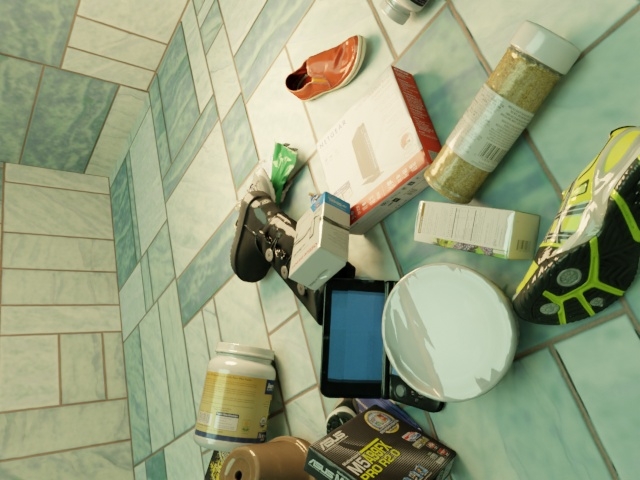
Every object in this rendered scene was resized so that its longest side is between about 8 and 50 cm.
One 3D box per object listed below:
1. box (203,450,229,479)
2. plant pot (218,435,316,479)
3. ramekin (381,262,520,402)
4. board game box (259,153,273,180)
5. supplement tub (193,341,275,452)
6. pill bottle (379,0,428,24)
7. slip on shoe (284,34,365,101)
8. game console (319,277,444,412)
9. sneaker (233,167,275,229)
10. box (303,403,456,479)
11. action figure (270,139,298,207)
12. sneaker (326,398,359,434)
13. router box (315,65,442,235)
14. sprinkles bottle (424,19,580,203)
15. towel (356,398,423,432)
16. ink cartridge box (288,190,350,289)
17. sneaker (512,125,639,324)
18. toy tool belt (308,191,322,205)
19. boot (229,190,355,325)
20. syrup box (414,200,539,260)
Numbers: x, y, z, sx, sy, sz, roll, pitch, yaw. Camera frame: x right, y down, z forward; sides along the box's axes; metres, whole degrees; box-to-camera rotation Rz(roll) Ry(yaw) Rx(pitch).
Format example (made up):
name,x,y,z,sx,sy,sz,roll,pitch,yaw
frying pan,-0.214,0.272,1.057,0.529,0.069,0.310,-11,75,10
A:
name,x,y,z,sx,sy,sz,roll,pitch,yaw
box,-0.252,0.855,1.649,0.395,0.097,0.318,37,115,46
plant pot,-0.156,0.671,1.372,0.263,0.229,0.263,-22,52,30
ramekin,0.270,0.180,0.997,0.273,0.127,0.273,-3,85,37
board game box,-0.189,-0.255,1.768,0.090,0.020,0.090,-16,73,51
supplement tub,-0.268,0.500,1.584,0.228,0.228,0.316,-12,64,51
pill bottle,0.233,-0.633,1.198,0.193,0.108,0.108,-48,50,37
slip on shoe,0.010,-0.514,1.479,0.331,0.101,0.123,-13,74,49
game console,0.144,0.240,1.152,0.250,0.173,0.293,-2,84,52
sneaker,-0.229,-0.122,1.668,0.105,0.115,0.281,58,147,34
box,0.131,0.458,1.023,0.216,0.270,0.060,23,105,33
action figure,-0.133,-0.209,1.657,0.137,0.063,0.232,43,126,44
sneaker,0.060,0.511,1.247,0.100,0.108,0.271,11,115,9
router box,0.143,-0.221,1.284,0.335,0.082,0.301,-40,56,43
sprinkles bottle,0.350,-0.245,0.987,0.355,0.121,0.121,-60,44,29
towel,0.131,0.554,1.251,0.243,0.040,0.336,29,110,47
ink cartridge box,0.000,0.000,1.244,0.148,0.086,0.203,-46,26,38
sneaker,0.461,-0.012,0.837,0.147,0.145,0.384,-86,20,-59
toy tool belt,-0.011,-0.108,1.494,0.052,0.051,0.083,-36,58,44
boot,-0.099,0.101,1.525,0.445,0.146,0.367,39,138,33
syrup box,0.317,-0.024,1.026,0.237,0.093,0.096,13,96,52
